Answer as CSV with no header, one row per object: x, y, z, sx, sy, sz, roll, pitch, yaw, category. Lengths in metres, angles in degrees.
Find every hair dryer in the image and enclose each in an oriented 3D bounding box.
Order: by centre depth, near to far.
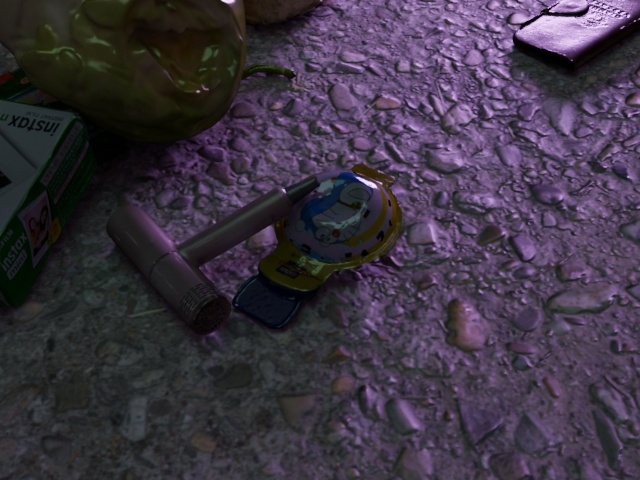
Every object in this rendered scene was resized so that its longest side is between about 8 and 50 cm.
-0.114,-0.026,1.084,0.220,0.053,0.195,-43,55,-9,hair dryer

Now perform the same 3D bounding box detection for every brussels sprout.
-0.243,-0.281,1.205,0.268,0.344,0.344,-48,49,13,brussels sprout

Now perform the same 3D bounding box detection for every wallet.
0.412,-0.337,1.449,0.255,0.031,0.137,-32,53,-28,wallet

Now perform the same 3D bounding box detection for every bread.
-0.064,-0.438,1.500,0.174,0.121,0.245,27,53,24,bread

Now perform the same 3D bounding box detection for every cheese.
0.000,0.000,1.092,0.157,0.064,0.250,25,62,25,cheese

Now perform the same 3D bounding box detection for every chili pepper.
-0.076,-0.245,1.374,0.083,0.017,0.030,4,46,4,chili pepper

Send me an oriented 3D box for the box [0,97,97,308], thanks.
-0.387,-0.052,1.099,0.180,0.103,0.250,11,57,12,box

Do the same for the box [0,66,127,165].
-0.381,-0.159,1.280,0.132,0.034,0.235,-32,53,-28,box
